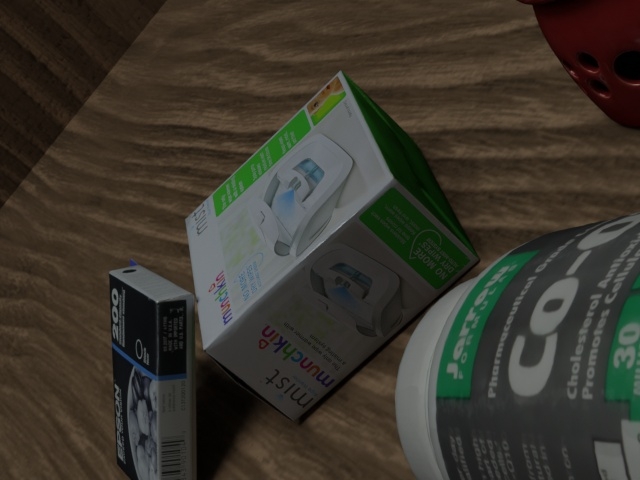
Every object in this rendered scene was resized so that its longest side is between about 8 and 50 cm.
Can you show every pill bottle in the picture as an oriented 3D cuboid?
[{"bbox_3d":[0.178,0.086,0.695,0.204,0.204,0.361,-56,11,-15],"label":"pill bottle"}]

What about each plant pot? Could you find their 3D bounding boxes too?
[{"bbox_3d":[0.255,-0.214,1.101,0.191,0.174,0.191,-40,27,25],"label":"plant pot"}]

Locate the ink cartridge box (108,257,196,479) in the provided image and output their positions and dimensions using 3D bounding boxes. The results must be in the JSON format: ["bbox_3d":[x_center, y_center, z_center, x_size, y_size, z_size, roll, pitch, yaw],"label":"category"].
[{"bbox_3d":[-0.173,0.135,1.335,0.208,0.045,0.206,-159,67,-65],"label":"ink cartridge box"}]

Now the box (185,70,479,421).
[{"bbox_3d":[0.000,0.000,1.281,0.231,0.127,0.262,-41,27,13],"label":"box"}]
